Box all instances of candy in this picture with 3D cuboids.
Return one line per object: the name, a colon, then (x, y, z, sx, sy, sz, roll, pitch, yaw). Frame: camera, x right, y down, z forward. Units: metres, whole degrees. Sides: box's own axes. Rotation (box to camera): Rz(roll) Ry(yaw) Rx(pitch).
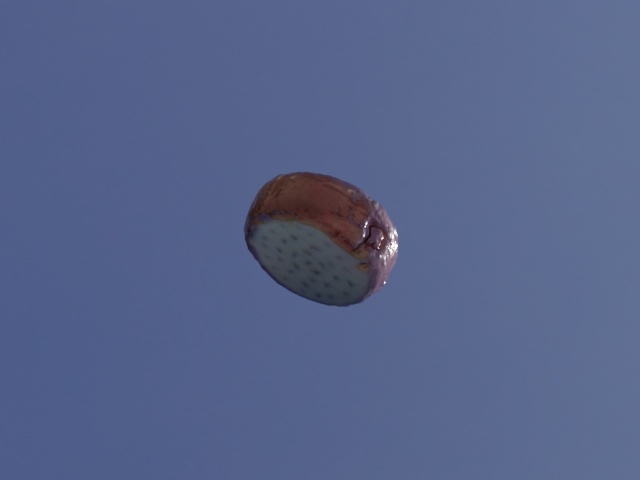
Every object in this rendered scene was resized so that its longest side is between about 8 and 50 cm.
candy: (0.000, 0.000, 0.988, 0.103, 0.103, 0.043, 8, -128, 31)
